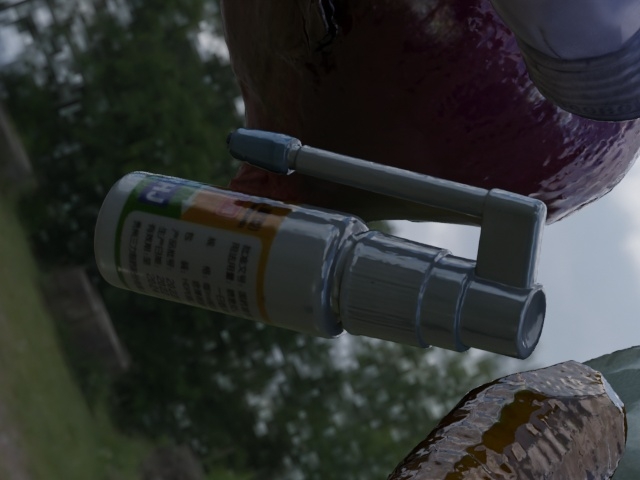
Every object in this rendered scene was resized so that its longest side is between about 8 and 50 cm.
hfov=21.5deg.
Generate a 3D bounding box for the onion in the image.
[{"bbox_3d":[0.051,-0.117,1.220,0.348,0.385,0.348,41,3,-3],"label":"onion"}]

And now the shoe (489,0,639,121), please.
[{"bbox_3d":[0.119,-0.177,0.628,0.095,0.245,0.137,16,-7,26],"label":"shoe"}]

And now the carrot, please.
[{"bbox_3d":[0.007,0.132,0.568,0.066,0.314,0.066,24,-49,31],"label":"carrot"}]

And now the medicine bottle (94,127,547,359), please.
[{"bbox_3d":[0.000,0.000,0.799,0.061,0.220,0.092,-23,122,-61],"label":"medicine bottle"}]

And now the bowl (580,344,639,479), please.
[{"bbox_3d":[0.188,0.213,0.845,0.313,0.313,0.146,68,19,1],"label":"bowl"}]
